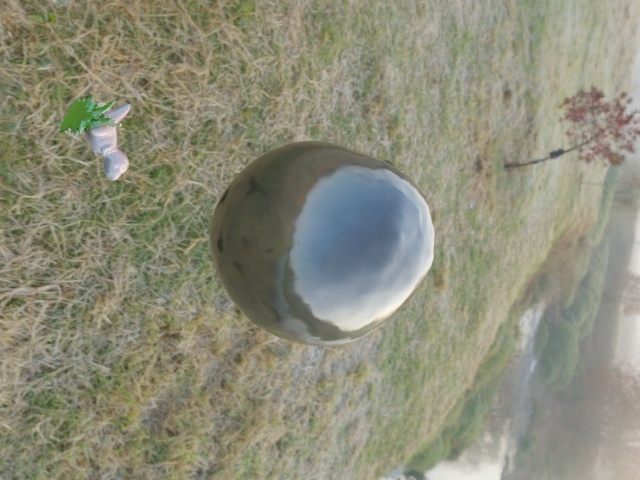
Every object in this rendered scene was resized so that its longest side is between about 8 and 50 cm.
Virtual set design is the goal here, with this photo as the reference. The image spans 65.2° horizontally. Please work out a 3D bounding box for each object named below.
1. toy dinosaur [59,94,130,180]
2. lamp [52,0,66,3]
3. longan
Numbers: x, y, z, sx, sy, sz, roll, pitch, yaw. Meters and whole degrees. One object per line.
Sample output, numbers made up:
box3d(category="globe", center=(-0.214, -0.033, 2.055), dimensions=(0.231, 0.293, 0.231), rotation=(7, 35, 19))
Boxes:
box3d(category="toy dinosaur", center=(-0.535, -0.267, 1.265), dimensions=(0.177, 0.152, 0.194), rotation=(30, 69, -52))
box3d(category="lamp", center=(-0.449, -0.430, 0.614), dimensions=(0.269, 0.266, 0.047), rotation=(43, 90, -19))
box3d(category="longan", center=(0.000, 0.003, 0.667), dimensions=(0.297, 0.297, 0.297), rotation=(-16, 110, -55))
